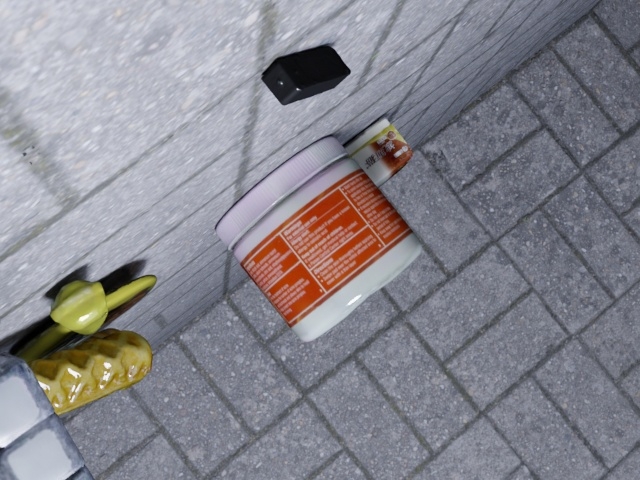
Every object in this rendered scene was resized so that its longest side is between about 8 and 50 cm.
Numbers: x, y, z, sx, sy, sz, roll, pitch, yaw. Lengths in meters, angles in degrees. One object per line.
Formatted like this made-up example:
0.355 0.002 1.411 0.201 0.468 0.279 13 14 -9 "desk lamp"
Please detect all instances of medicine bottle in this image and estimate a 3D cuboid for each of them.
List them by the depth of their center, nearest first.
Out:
0.000 0.000 1.403 0.252 0.241 0.252 -38 177 -2 "medicine bottle"

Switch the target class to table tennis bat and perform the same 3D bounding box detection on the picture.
-0.298 0.100 1.105 0.224 0.054 0.369 -34 178 -18 "table tennis bat"

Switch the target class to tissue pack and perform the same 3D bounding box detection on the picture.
0.084 -0.141 1.633 0.149 0.099 0.106 -39 178 -12 "tissue pack"

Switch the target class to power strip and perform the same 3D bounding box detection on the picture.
-0.013 -0.156 0.820 0.029 0.038 0.111 -39 176 33 "power strip"

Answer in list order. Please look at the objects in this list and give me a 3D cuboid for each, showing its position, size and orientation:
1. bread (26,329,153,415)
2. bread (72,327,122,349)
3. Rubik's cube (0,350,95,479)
-0.341 0.178 0.990 0.367 0.077 0.084 -16 121 -48 "bread"
-0.385 0.203 1.360 0.134 0.081 0.225 -44 174 11 "bread"
-0.296 0.224 0.635 0.238 0.237 0.237 -36 -157 -29 "Rubik's cube"
